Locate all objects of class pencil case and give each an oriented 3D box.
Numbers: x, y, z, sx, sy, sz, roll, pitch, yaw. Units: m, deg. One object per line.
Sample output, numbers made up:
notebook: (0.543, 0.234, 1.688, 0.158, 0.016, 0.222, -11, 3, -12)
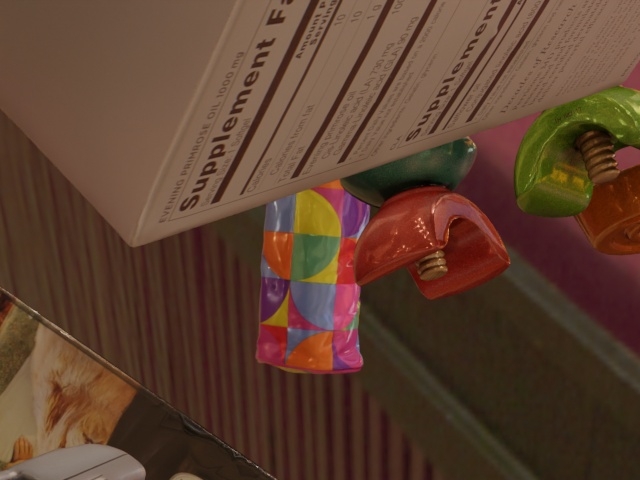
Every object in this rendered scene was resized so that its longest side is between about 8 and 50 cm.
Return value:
pencil case: (0.000, 0.000, 1.366, 0.104, 0.236, 0.104, 7, 2, 0)

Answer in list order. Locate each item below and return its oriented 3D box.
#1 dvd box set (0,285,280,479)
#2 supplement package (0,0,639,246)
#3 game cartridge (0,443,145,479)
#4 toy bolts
dvd box set: (-0.220, 0.262, 0.922, 0.420, 0.307, 0.062, -54, 17, -8)
supplement package: (0.012, -0.115, 0.454, 0.139, 0.134, 0.244, 45, 39, 22)
game cartridge: (-0.198, 0.211, 0.649, 0.062, 0.198, 0.297, 32, 25, 25)
toy bolts: (0.123, -0.073, 0.953, 0.228, 0.218, 0.158, -24, 67, 29)
